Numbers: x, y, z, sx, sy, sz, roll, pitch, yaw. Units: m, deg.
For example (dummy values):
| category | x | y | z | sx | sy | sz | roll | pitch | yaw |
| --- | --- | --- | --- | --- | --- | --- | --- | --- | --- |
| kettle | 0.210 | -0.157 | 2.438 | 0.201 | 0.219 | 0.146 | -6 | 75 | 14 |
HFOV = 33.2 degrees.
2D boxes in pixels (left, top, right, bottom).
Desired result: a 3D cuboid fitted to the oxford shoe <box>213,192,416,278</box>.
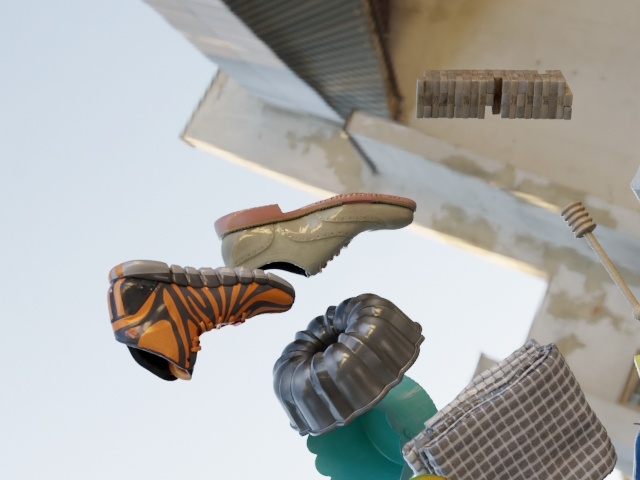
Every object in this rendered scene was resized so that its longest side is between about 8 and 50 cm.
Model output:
| category | x | y | z | sx | sy | sz | roll | pitch | yaw |
| --- | --- | --- | --- | --- | --- | --- | --- | --- | --- |
| oxford shoe | 0.000 | 0.000 | 2.074 | 0.140 | 0.397 | 0.146 | 105 | 154 | -75 |

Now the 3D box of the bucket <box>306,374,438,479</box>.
| category | x | y | z | sx | sy | sz | roll | pitch | yaw |
| --- | --- | --- | --- | --- | --- | --- | --- | --- | --- |
| bucket | 0.126 | 0.434 | 2.398 | 0.183 | 0.281 | 0.281 | -21 | -57 | -46 |

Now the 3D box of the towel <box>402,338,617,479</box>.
| category | x | y | z | sx | sy | sz | roll | pitch | yaw |
| --- | --- | --- | --- | --- | --- | --- | --- | --- | --- |
| towel | 0.294 | 0.323 | 1.636 | 0.284 | 0.121 | 0.235 | -36 | -73 | -14 |

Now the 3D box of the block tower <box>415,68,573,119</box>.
| category | x | y | z | sx | sy | sz | roll | pitch | yaw |
| --- | --- | --- | --- | --- | --- | --- | --- | --- | --- |
| block tower | 0.379 | -0.322 | 2.363 | 0.097 | 0.335 | 0.091 | -81 | -9 | -66 |

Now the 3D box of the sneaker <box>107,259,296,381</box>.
| category | x | y | z | sx | sy | sz | roll | pitch | yaw |
| --- | --- | --- | --- | --- | --- | --- | --- | --- | --- |
| sneaker | -0.186 | 0.139 | 1.716 | 0.321 | 0.124 | 0.180 | 4 | -114 | -25 |

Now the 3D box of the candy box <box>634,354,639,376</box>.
| category | x | y | z | sx | sy | sz | roll | pitch | yaw |
| --- | --- | --- | --- | --- | --- | --- | --- | --- | --- |
| candy box | 0.612 | 0.277 | 1.813 | 0.027 | 0.105 | 0.206 | 59 | -163 | -55 |

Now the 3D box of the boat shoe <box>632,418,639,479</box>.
| category | x | y | z | sx | sy | sz | roll | pitch | yaw |
| --- | --- | --- | --- | --- | --- | --- | --- | --- | --- |
| boat shoe | 0.624 | 0.379 | 1.995 | 0.089 | 0.109 | 0.258 | -56 | -20 | -46 |

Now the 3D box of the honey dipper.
| category | x | y | z | sx | sy | sz | roll | pitch | yaw |
| --- | --- | --- | --- | --- | --- | --- | --- | --- | --- |
| honey dipper | 0.338 | 0.025 | 1.262 | 0.030 | 0.160 | 0.030 | -26 | -21 | -11 |

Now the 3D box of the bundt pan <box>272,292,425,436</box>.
| category | x | y | z | sx | sy | sz | roll | pitch | yaw |
| --- | --- | --- | --- | --- | --- | --- | --- | --- | --- |
| bundt pan | 0.036 | 0.225 | 2.106 | 0.124 | 0.331 | 0.331 | 51 | -125 | -15 |

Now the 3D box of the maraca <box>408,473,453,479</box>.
| category | x | y | z | sx | sy | sz | roll | pitch | yaw |
| --- | --- | --- | --- | --- | --- | --- | --- | --- | --- |
| maraca | 0.170 | 0.395 | 1.423 | 0.127 | 0.185 | 0.099 | -6 | -32 | -35 |

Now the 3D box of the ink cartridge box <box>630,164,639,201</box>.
| category | x | y | z | sx | sy | sz | roll | pitch | yaw |
| --- | --- | --- | --- | --- | --- | --- | --- | --- | --- |
| ink cartridge box | 0.607 | -0.084 | 1.660 | 0.273 | 0.114 | 0.197 | 44 | -111 | -45 |
